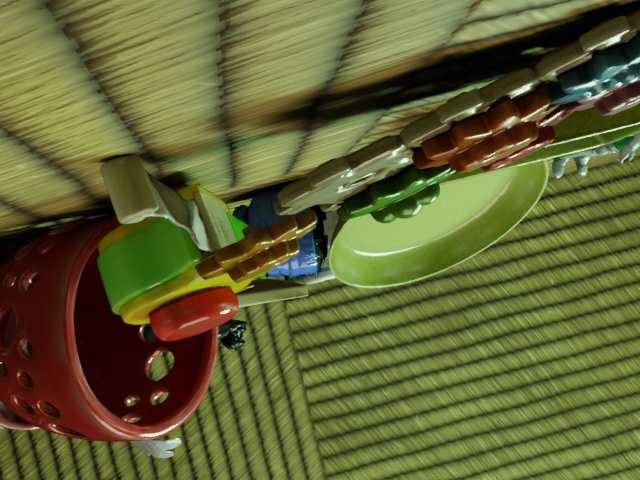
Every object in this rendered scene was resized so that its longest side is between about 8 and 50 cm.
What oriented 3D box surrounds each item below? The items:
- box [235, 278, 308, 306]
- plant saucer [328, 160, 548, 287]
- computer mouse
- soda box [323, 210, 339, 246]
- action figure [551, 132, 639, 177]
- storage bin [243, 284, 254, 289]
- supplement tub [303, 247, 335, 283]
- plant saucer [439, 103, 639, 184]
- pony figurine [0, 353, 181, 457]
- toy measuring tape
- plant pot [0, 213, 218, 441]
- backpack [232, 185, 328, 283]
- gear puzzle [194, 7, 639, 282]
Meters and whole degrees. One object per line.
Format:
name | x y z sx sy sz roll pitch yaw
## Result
box | -0.139 0.078 1.463 0.201 0.021 0.164 -7 -176 -22
plant saucer | 0.113 -0.033 1.078 0.241 0.037 0.241 -19 153 -10
computer mouse | -0.222 0.133 1.345 0.262 0.060 0.184 -2 -178 -33
soda box | 0.053 -0.038 1.233 0.074 0.069 0.216 -13 179 -20
action figure | 0.374 -0.126 1.245 0.137 0.063 0.232 -9 172 -37
storage bin | -0.100 0.011 1.388 0.091 0.098 0.135 -27 173 27
supplement tub | 0.000 0.000 1.428 0.071 0.107 0.071 -15 178 0
plant saucer | 0.168 -0.089 0.858 0.188 0.045 0.188 -13 178 -4
pony figurine | -0.390 0.171 1.617 0.363 0.303 0.351 -16 -142 -43
toy measuring tape | -0.123 0.010 0.764 0.121 0.121 0.330 -14 170 7
plant pot | -0.210 0.078 0.930 0.174 0.191 0.191 -7 -177 35
backpack | -0.041 -0.004 1.088 0.101 0.098 0.120 -10 179 -3
gear puzzle | 0.066 -0.040 0.639 0.339 0.044 0.175 -25 175 19
